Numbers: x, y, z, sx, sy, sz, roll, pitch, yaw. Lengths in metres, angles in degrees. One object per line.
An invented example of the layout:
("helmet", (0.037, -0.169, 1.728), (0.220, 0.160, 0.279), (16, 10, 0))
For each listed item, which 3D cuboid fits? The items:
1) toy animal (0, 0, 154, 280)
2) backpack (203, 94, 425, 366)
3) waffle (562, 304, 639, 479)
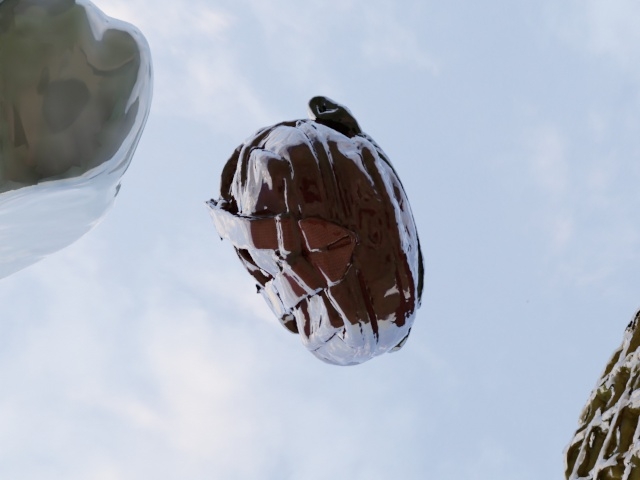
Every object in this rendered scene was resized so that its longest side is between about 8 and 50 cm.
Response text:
("toy animal", (-0.190, -0.151, 0.366), (0.196, 0.241, 0.368), (-10, -89, -32))
("backpack", (0.002, -0.001, 0.925), (0.138, 0.229, 0.229), (-19, -97, -15))
("waffle", (0.302, 0.129, 0.967), (0.095, 0.379, 0.382), (25, -77, 2))
